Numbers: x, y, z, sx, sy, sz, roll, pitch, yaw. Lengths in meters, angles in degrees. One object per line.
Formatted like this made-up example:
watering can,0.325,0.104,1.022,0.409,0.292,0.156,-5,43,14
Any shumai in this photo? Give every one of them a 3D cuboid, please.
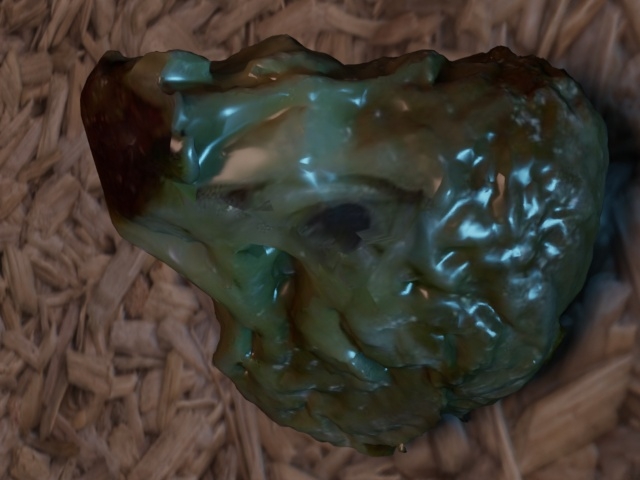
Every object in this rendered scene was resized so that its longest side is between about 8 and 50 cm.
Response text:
shumai,-0.002,0.000,0.796,0.346,0.283,0.217,-37,57,38
